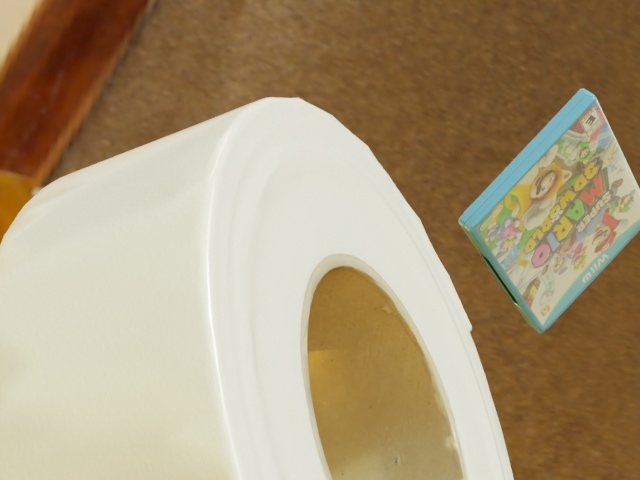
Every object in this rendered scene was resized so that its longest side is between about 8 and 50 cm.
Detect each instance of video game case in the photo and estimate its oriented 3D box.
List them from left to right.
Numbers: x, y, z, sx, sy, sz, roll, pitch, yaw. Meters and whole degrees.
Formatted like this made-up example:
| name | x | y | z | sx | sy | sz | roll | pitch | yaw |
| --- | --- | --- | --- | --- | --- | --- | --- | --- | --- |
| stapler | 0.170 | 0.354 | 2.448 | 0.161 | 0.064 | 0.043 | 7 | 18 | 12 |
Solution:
| name | x | y | z | sx | sy | sz | roll | pitch | yaw |
| --- | --- | --- | --- | --- | --- | --- | --- | --- | --- |
| video game case | 0.162 | -0.015 | 1.072 | 0.119 | 0.166 | 0.015 | -47 | 54 | -4 |

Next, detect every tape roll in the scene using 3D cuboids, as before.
| name | x | y | z | sx | sy | sz | roll | pitch | yaw |
| --- | --- | --- | --- | --- | --- | --- | --- | --- | --- |
| tape roll | -0.012 | 0.089 | 0.639 | 0.100 | 0.286 | 0.286 | -20 | 67 | 22 |
